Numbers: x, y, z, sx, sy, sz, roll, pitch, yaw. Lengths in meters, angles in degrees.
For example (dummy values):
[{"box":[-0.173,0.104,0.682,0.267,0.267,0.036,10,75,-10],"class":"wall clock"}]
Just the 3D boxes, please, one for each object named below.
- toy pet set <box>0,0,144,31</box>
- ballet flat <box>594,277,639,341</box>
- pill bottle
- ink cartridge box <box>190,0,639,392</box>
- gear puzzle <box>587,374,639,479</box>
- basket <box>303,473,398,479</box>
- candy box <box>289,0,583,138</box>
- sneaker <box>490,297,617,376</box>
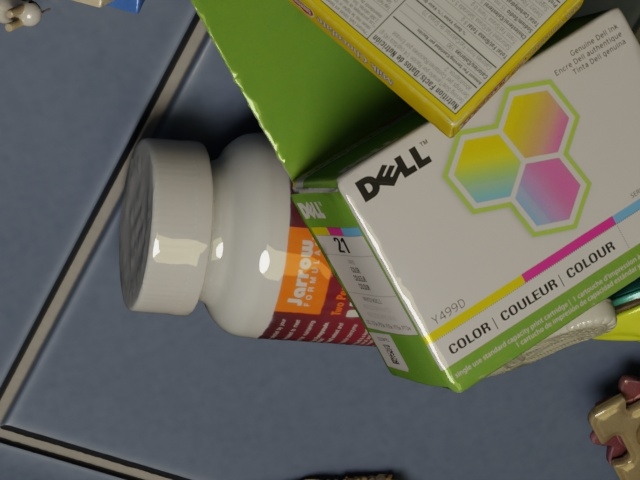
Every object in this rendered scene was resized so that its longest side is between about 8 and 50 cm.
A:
[{"box":[-0.146,-0.173,1.043,0.114,0.065,0.122,17,118,17],"class":"toy pet set"},{"box":[0.266,0.022,1.230,0.231,0.077,0.077,-31,101,3],"class":"ballet flat"},{"box":[0.000,0.000,1.132,0.221,0.121,0.121,5,120,-16],"class":"pill bottle"},{"box":[0.069,-0.076,1.037,0.189,0.097,0.255,-32,100,-14],"class":"ink cartridge box"},{"box":[0.313,0.180,1.368,0.175,0.044,0.339,-29,126,3],"class":"gear puzzle"},{"box":[-0.063,0.313,1.253,0.299,0.213,0.223,-6,123,-10],"class":"basket"},{"box":[0.027,-0.155,1.004,0.206,0.027,0.105,42,78,12],"class":"candy box"},{"box":[0.115,0.035,1.225,0.058,0.084,0.152,5,157,-44],"class":"sneaker"}]
